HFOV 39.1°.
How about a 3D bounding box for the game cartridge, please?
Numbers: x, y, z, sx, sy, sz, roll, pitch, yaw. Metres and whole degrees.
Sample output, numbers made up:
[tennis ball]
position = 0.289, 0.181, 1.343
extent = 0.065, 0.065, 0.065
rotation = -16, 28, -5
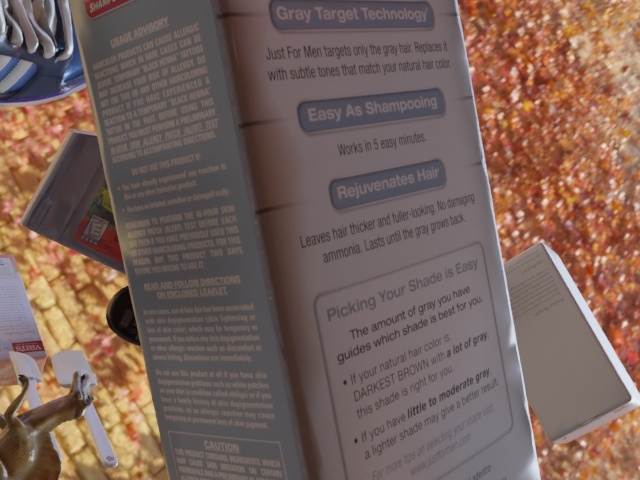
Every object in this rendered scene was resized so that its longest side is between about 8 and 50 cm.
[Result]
[game cartridge]
position = -0.301, -0.048, 1.444
extent = 0.294, 0.196, 0.060
rotation = 28, -2, -27

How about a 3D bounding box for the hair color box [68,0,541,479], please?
[hair color box]
position = 0.000, 0.000, 0.489
extent = 0.113, 0.185, 0.374
rotation = -6, -84, 43

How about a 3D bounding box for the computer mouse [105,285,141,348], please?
[computer mouse]
position = -0.209, 0.182, 1.354
extent = 0.262, 0.184, 0.060
rotation = 18, -26, -2

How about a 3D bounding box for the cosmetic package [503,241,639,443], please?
[cosmetic package]
position = 0.296, 0.130, 1.146
extent = 0.117, 0.085, 0.231
rotation = -33, -117, 20

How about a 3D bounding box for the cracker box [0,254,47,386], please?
[cracker box]
position = -0.533, 0.123, 1.394
extent = 0.232, 0.155, 0.067
rotation = 57, -46, 38

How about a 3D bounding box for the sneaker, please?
[sneaker]
position = -0.284, -0.206, 0.775
extent = 0.236, 0.323, 0.130
rotation = -16, -97, 54

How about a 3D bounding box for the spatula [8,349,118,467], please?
[spatula]
position = -0.328, 0.188, 1.020
extent = 0.242, 0.168, 0.019
rotation = 45, -58, 53

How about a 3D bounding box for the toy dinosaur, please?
[toy dinosaur]
position = -0.231, 0.161, 0.631
extent = 0.092, 0.183, 0.053
rotation = 42, -18, -22
